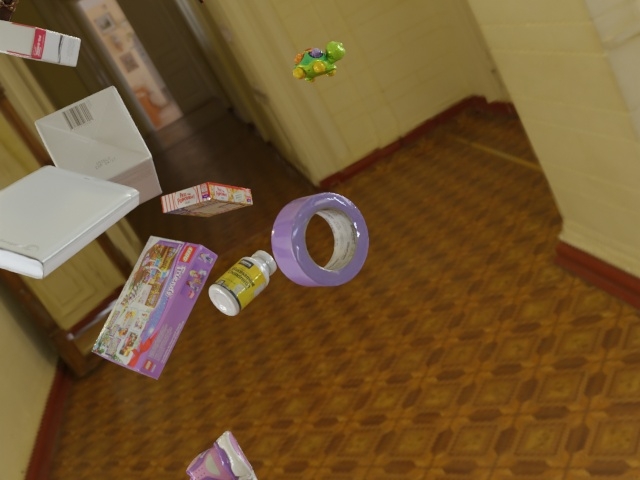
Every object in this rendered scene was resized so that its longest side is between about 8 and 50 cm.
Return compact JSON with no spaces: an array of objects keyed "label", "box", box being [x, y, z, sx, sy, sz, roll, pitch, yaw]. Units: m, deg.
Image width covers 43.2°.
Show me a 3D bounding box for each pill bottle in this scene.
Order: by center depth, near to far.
[{"label":"pill bottle","box":[-0.204,0.109,2.161,0.103,0.103,0.184,-7,31,50]}]

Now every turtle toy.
[{"label":"turtle toy","box":[-0.004,-0.401,1.811,0.130,0.066,0.095,-13,0,20]}]

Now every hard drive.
[{"label":"hard drive","box":[-0.478,-0.042,1.396,0.203,0.040,0.307,15,28,11]}]

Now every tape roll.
[{"label":"tape roll","box":[0.000,0.000,1.646,0.189,0.189,0.080,-40,17,-29]}]

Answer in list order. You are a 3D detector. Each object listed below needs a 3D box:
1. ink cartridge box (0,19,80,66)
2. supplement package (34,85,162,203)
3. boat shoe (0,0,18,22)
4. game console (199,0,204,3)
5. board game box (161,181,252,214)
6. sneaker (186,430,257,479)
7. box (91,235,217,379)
[{"label":"ink cartridge box","box":[-0.579,-0.399,1.642,0.109,0.063,0.150,13,8,17]},{"label":"supplement package","box":[-0.465,-0.171,1.728,0.178,0.175,0.293,-28,-7,-12]},{"label":"boat shoe","box":[-0.757,-0.585,1.925,0.073,0.207,0.073,3,17,-46]},{"label":"game console","box":[-0.380,-0.655,2.047,0.085,0.124,0.144,-34,-20,7]},{"label":"board game box","box":[-0.285,-0.100,2.050,0.147,0.045,0.193,-14,-8,25]},{"label":"sneaker","box":[-0.169,0.395,1.362,0.104,0.095,0.236,-32,-23,-12]},{"label":"box","box":[-0.361,0.138,1.754,0.201,0.057,0.293,9,69,46]}]
